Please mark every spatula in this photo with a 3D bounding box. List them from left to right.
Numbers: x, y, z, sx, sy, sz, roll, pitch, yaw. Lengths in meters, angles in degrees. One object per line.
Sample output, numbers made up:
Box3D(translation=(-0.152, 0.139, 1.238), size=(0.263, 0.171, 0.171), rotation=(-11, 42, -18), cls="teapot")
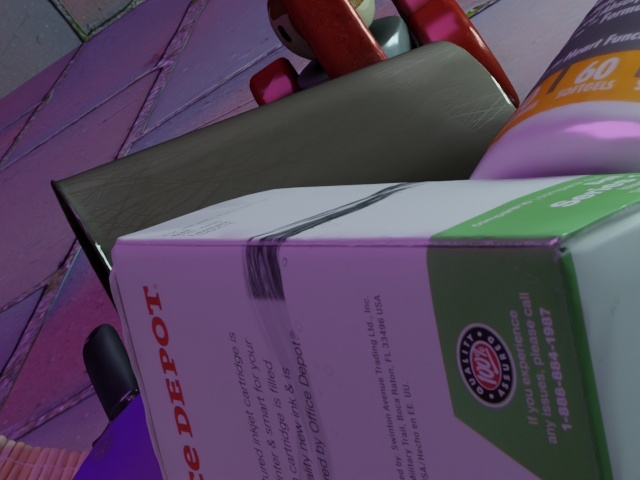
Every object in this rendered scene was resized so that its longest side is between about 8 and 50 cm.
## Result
Box3D(translation=(-0.117, 0.101, 0.807), size=(0.084, 0.030, 0.296), rotation=(-52, 17, 2), cls="spatula")

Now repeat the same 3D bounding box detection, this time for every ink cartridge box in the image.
Box3D(translation=(0.037, 0.063, 0.491), size=(0.093, 0.160, 0.219), rotation=(-22, 15, -39), cls="ink cartridge box")

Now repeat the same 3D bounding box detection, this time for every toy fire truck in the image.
Box3D(translation=(-0.001, -0.167, 1.013), size=(0.169, 0.254, 0.302), rotation=(-34, 19, 8), cls="toy fire truck")

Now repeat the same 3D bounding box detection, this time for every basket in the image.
Box3D(translation=(0.000, 0.000, 0.767), size=(0.227, 0.204, 0.154), rotation=(-29, 34, -11), cls="basket")

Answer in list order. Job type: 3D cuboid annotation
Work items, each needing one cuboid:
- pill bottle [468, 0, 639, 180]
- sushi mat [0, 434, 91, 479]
Box3D(translation=(0.183, -0.059, 0.586), size=(0.162, 0.162, 0.278), rotation=(-15, 29, 47), cls="pill bottle")
Box3D(translation=(-0.158, 0.174, 0.675), size=(0.151, 0.019, 0.316), rotation=(8, 18, 0), cls="sushi mat")
